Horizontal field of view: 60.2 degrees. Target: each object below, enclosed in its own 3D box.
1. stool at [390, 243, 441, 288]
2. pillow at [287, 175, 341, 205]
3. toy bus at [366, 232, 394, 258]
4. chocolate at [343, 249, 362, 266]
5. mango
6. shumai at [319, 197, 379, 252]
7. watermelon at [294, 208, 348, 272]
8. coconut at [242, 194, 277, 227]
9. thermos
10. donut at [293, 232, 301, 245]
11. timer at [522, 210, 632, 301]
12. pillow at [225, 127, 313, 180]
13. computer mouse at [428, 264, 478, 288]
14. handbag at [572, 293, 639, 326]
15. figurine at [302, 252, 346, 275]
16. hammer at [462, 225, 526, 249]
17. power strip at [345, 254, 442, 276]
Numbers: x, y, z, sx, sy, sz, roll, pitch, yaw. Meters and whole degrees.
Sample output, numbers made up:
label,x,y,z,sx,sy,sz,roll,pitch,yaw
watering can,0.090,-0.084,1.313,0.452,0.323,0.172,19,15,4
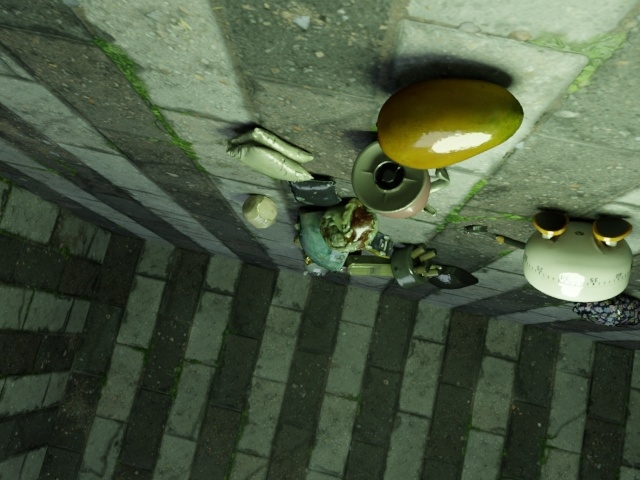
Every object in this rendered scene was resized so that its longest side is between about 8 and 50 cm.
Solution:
label,x,y,z,sx,sy,sz,roll,pitch,yaw
stool,0.354,0.077,2.019,0.139,0.228,0.153,-21,107,37
pillow,-0.018,-0.134,1.518,0.141,0.055,0.208,2,169,7
toy bus,0.185,0.002,1.949,0.074,0.081,0.226,12,174,36
chocolate,0.109,0.045,2.254,0.124,0.127,0.133,42,-168,17
mango,0.183,-0.177,0.826,0.151,0.121,0.221,18,163,-42
shumai,0.078,-0.057,1.608,0.183,0.184,0.142,12,147,9
watermelon,-0.006,-0.002,1.837,0.175,0.188,0.322,13,169,-10
coconut,-0.192,-0.092,1.829,0.110,0.110,0.124,2,158,48
thermos,0.181,-0.114,1.166,0.176,0.146,0.265,-17,169,17
donut,-0.028,0.017,2.270,0.174,0.068,0.174,27,173,4
timer,0.593,0.064,1.286,0.233,0.240,0.234,-5,-152,3
pillow,-0.118,-0.190,1.254,0.134,0.078,0.181,3,165,46
computer mouse,0.557,0.171,2.364,0.168,0.087,0.295,0,166,40
handbag,1.071,0.257,2.069,0.228,0.127,0.207,10,173,-38
figurine,0.054,0.102,2.553,0.274,0.133,0.194,-1,-179,1
hammer,0.518,-0.008,1.605,0.200,0.021,0.078,16,170,-18
power strip,0.290,0.104,2.165,0.387,0.066,0.092,2,-152,-7
